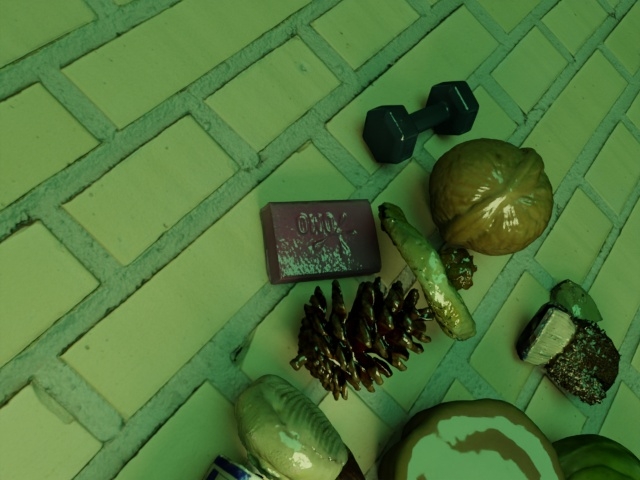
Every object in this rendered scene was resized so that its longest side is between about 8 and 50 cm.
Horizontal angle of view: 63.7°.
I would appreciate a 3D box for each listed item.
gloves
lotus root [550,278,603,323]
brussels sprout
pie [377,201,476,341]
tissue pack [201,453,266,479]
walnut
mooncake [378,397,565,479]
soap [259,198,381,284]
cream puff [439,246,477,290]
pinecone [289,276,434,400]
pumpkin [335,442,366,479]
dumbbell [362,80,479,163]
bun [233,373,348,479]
[{"bbox_3d":[0.665,0.303,1.340,0.312,0.135,0.210,26,80,-13],"label":"gloves"},{"bbox_3d":[0.715,0.180,1.442,0.143,0.070,0.144,-19,82,-28],"label":"lotus root"},{"bbox_3d":[0.604,0.623,1.155,0.315,0.276,0.371,47,68,-19],"label":"brussels sprout"},{"bbox_3d":[0.238,0.071,1.160,0.078,0.296,0.371,-32,88,4],"label":"pie"},{"bbox_3d":[-0.180,0.521,0.867,0.137,0.209,0.270,36,63,-7],"label":"tissue pack"},{"bbox_3d":[0.413,-0.107,1.260,0.332,0.333,0.333,7,72,-22],"label":"walnut"},{"bbox_3d":[0.300,0.520,1.047,0.378,0.201,0.379,4,64,-8],"label":"mooncake"},{"bbox_3d":[0.001,-0.001,1.180,0.259,0.081,0.181,-2,75,-24],"label":"soap"},{"bbox_3d":[0.344,0.070,1.302,0.116,0.094,0.122,32,68,-9],"label":"cream puff"},{"bbox_3d":[0.080,0.188,1.058,0.309,0.244,0.244,-17,81,-5],"label":"pinecone"},{"bbox_3d":[0.016,0.556,0.982,0.169,0.148,0.312,-7,73,-29],"label":"pumpkin"},{"bbox_3d":[0.265,-0.314,1.357,0.316,0.143,0.156,-27,86,-29],"label":"dumbbell"},{"bbox_3d":[-0.069,0.365,0.965,0.239,0.239,0.141,43,88,-6],"label":"bun"}]
